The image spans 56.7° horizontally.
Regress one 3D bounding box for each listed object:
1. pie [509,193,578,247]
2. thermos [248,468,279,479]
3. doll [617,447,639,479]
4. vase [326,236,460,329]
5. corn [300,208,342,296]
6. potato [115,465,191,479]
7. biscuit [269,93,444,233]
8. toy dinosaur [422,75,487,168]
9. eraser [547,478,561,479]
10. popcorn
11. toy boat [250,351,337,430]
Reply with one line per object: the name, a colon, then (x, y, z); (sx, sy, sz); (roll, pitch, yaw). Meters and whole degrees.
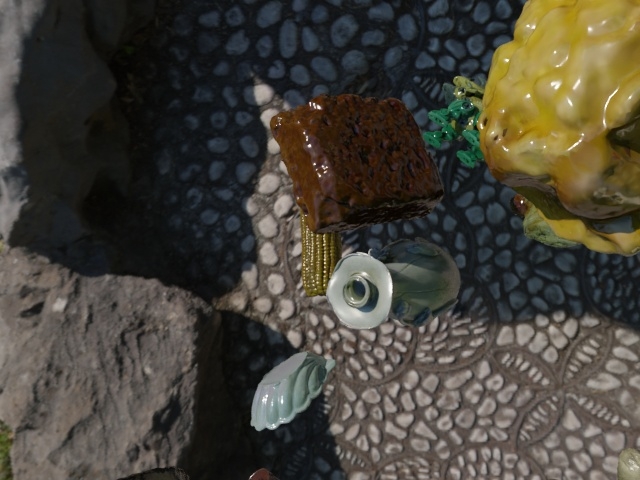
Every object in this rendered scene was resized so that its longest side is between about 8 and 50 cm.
pie: (0.729, -0.115, 1.605); (0.395, 0.418, 0.180); (-33, 100, 12)
thermos: (-0.085, 0.694, 1.540); (0.124, 0.099, 0.232); (-35, 113, 27)
doll: (0.437, 0.419, 0.806); (0.149, 0.175, 0.278); (0, 113, 35)
vase: (0.208, 0.119, 1.582); (0.250, 0.445, 0.250); (1, 92, 35)
corn: (0.000, 0.000, 1.813); (0.131, 0.131, 0.345); (-6, 80, 13)
potato: (-0.123, 0.286, 0.351); (0.112, 0.269, 0.255); (-31, 70, 20)
biscuit: (0.106, -0.205, 1.504); (0.166, 0.395, 0.343); (-37, 69, 54)
toy dinosaur: (0.292, -0.189, 1.024); (0.153, 0.094, 0.259); (-35, 64, -19)
eraser: (0.289, 0.341, 0.665); (0.117, 0.172, 0.058); (0, 97, 35)
popcorn: (0.365, -0.148, 0.649); (0.349, 0.381, 0.349); (0, 91, -19)
toy boat: (-0.085, 0.401, 1.643); (0.199, 0.290, 0.100); (-11, 108, 50)
